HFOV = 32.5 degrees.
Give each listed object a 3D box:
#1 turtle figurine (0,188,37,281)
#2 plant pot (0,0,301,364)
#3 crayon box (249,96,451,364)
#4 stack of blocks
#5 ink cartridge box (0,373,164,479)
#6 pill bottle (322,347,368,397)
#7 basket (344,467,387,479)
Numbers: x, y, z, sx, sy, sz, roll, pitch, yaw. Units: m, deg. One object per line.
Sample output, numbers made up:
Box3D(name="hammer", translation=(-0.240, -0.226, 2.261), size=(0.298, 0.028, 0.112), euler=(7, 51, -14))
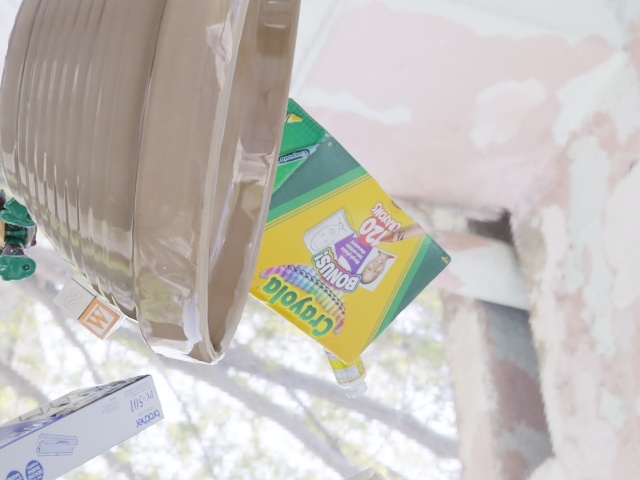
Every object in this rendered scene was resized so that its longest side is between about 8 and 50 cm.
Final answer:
Box3D(name="turtle figurine", translation=(-0.471, -0.017, 1.605), size=(0.234, 0.118, 0.175), euler=(14, -63, 58))
Box3D(name="plant pot", translation=(-0.079, -0.066, 0.520), size=(0.237, 0.110, 0.237), euler=(10, 90, -88))
Box3D(name="crayon box", translation=(0.000, 0.000, 1.118), size=(0.165, 0.278, 0.081), euler=(-46, -131, 3))
Box3D(name="stack of blocks", translation=(-0.227, -0.015, 1.529), size=(0.297, 0.087, 0.171), euler=(-51, -179, 9))
Box3D(name="ink cartridge box", translation=(-0.229, 0.167, 0.907), size=(0.097, 0.207, 0.046), euler=(-15, -86, 29))
Box3D(name="pill bottle", translation=(0.036, 0.168, 1.473), size=(0.043, 0.043, 0.083), euler=(-137, -156, -70))
Box3D(name="basket", translation=(0.023, 0.444, 1.009), size=(0.328, 0.331, 0.266), euler=(43, -23, 61))
